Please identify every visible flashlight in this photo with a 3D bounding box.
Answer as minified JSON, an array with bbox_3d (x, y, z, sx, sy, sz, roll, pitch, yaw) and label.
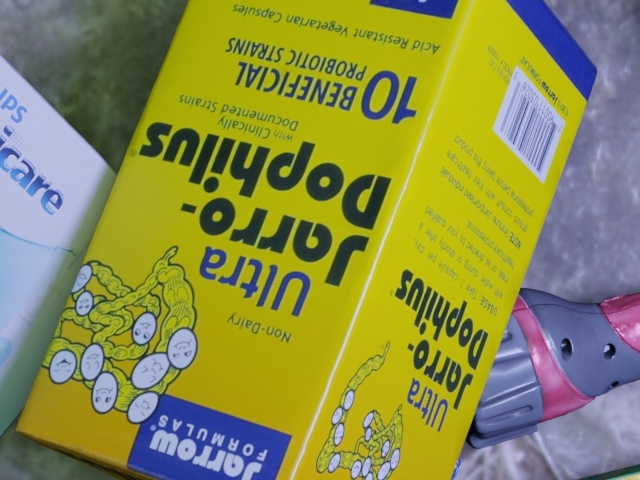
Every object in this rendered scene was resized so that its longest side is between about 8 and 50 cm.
[{"bbox_3d":[0.226,0.045,1.325,0.304,0.103,0.103,-19,94,-8],"label":"flashlight"}]

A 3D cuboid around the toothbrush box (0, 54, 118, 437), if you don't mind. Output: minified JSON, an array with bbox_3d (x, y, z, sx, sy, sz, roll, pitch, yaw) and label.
[{"bbox_3d":[-0.269,0.027,1.190,0.295,0.126,0.216,-52,134,-9],"label":"toothbrush box"}]

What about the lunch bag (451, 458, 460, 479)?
[{"bbox_3d":[0.045,0.148,1.305,0.098,0.065,0.067,-37,86,-5],"label":"lunch bag"}]

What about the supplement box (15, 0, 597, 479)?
[{"bbox_3d":[0.000,0.000,1.212,0.194,0.195,0.357,14,78,31],"label":"supplement box"}]

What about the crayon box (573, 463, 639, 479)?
[{"bbox_3d":[0.260,0.223,1.320,0.278,0.081,0.165,-12,85,-9],"label":"crayon box"}]
